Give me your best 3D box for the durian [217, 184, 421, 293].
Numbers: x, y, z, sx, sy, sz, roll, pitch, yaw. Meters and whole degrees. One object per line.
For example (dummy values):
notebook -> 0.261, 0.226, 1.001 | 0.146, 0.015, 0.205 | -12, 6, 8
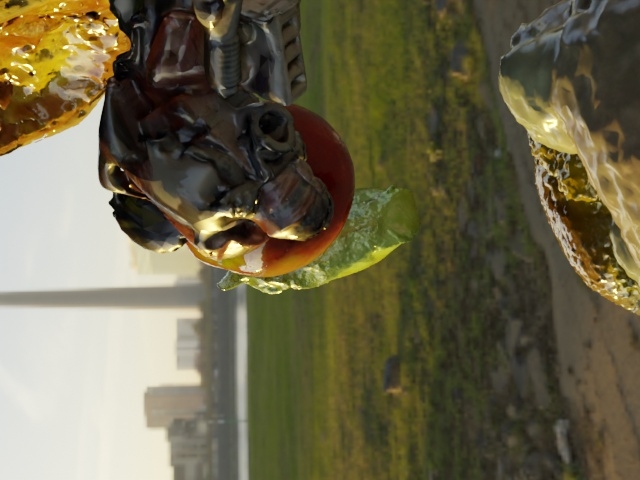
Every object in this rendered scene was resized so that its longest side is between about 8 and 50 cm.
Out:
durian -> 0.000, 0.000, 1.126 | 0.139, 0.250, 0.101 | -20, -86, -70

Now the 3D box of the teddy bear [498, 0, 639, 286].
teddy bear -> 0.206, -0.086, 0.337 | 0.236, 0.267, 0.151 | 50, 170, -20

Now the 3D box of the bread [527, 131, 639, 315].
bread -> 0.297, -0.048, 0.835 | 0.195, 0.176, 0.246 | 108, 144, -62

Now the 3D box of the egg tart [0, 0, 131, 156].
egg tart -> -0.288, -0.173, 0.811 | 0.115, 0.290, 0.290 | 58, 169, 8

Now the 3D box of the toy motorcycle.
toy motorcycle -> -0.075, -0.122, 0.699 | 0.134, 0.207, 0.401 | -46, -26, -45

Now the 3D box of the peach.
peach -> -0.053, -0.060, 0.978 | 0.197, 0.197, 0.197 | 180, 90, -84
